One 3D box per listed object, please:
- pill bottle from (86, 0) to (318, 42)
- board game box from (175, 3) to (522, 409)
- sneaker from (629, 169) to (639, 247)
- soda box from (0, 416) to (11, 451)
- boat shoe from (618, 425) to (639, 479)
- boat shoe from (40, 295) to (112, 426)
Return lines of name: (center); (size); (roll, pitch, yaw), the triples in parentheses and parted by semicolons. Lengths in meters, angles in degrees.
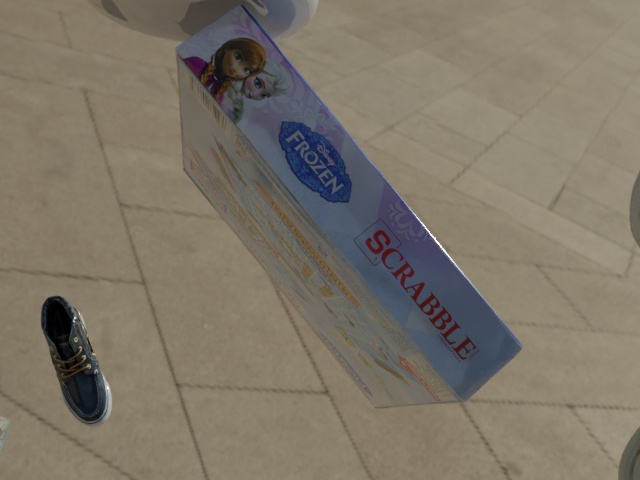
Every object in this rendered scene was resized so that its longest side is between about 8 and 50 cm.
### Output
pill bottle: (-0.081, -0.337, 0.725); (0.188, 0.334, 0.188); (5, -8, 1)
board game box: (0.000, 0.000, 0.795); (0.318, 0.066, 0.318); (51, -13, 3)
sneaker: (0.196, 0.110, 0.284); (0.210, 0.137, 0.366); (-2, 64, -56)
soda box: (-0.444, 0.300, 1.141); (0.063, 0.183, 0.058); (17, -6, 5)
boat shoe: (0.267, 0.067, 0.474); (0.079, 0.254, 0.095); (18, 26, -51)
boat shoe: (-0.344, 0.167, 1.289); (0.065, 0.083, 0.183); (-22, 70, -7)
